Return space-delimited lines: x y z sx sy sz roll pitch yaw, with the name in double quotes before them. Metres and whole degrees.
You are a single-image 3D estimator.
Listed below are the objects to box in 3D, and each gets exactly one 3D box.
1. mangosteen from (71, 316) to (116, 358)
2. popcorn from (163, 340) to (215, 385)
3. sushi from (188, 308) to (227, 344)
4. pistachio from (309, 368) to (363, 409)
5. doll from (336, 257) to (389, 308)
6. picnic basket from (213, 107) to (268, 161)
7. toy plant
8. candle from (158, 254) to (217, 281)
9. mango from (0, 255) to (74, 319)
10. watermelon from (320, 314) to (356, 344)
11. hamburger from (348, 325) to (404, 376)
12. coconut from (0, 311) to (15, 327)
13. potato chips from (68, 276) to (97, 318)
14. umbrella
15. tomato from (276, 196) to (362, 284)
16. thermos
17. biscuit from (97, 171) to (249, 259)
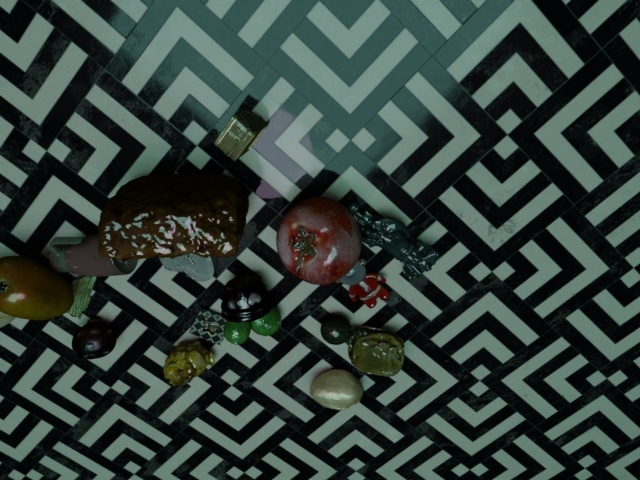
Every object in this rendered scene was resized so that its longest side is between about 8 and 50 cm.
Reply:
"mangosteen" -0.800 0.345 1.913 0.152 0.152 0.153 0 116 1
"popcorn" -0.477 0.434 1.947 0.140 0.163 0.194 52 140 -1
"sushi" -0.390 0.304 1.940 0.126 0.026 0.120 26 111 -16
"pistachio" 0.060 0.550 2.006 0.200 0.117 0.145 5 78 7
"doll" 0.128 0.132 1.817 0.142 0.076 0.245 -38 113 17
"picnic basket" -0.228 -0.308 1.562 0.079 0.164 0.115 40 112 -7
"toy plant" -0.236 0.237 1.821 0.218 0.175 0.235 -23 117 -35
"candle" -0.425 0.041 1.787 0.192 0.068 0.168 25 117 -12
"mango" -0.917 0.159 1.728 0.211 0.317 0.173 36 87 24
"watermelon" 0.066 0.312 1.884 0.133 0.105 0.105 -2 118 25
"hamburger" 0.202 0.391 1.929 0.206 0.130 0.183 9 116 18
"coconut" -1.091 0.174 1.795 0.202 0.202 0.222 29 116 -12
"potato chips" -0.845 0.185 1.888 0.092 0.028 0.207 24 116 -12
"umbrella" 0.220 -0.005 1.738 0.349 0.094 0.143 36 107 -13
"tomato" 0.000 0.000 1.666 0.270 0.227 0.270 6 102 29
"thermos" -0.753 0.043 1.754 0.265 0.146 0.176 -5 142 14
"biscuit" -0.418 -0.081 1.582 0.395 0.343 0.166 -2 113 0
